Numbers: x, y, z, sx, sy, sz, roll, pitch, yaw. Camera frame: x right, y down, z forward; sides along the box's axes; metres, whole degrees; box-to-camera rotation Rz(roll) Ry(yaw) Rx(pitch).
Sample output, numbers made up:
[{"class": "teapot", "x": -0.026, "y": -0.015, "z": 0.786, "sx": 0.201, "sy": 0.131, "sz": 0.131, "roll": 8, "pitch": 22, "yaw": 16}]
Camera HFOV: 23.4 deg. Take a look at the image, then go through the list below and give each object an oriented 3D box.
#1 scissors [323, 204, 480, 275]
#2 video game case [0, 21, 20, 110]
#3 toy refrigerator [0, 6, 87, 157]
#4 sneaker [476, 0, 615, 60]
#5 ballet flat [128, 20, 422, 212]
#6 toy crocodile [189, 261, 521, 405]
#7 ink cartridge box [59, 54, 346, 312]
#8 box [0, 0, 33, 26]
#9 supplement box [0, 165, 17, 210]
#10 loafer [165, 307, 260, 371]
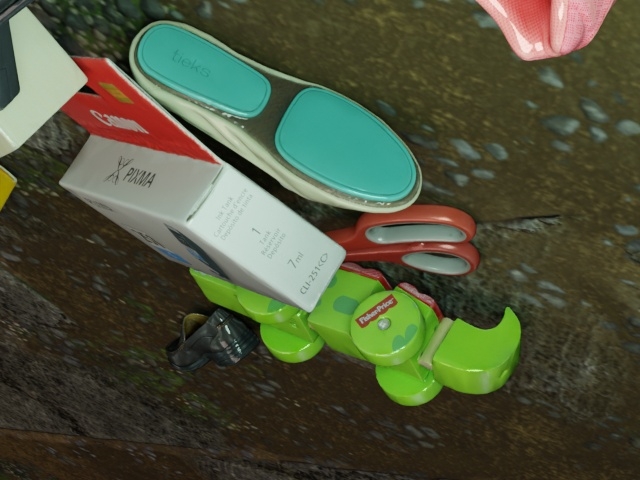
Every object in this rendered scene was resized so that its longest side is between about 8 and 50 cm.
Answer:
[{"class": "scissors", "x": 0.000, "y": 0.000, "z": 1.347, "sx": 0.297, "sy": 0.021, "sz": 0.109, "roll": 1, "pitch": 155, "yaw": 24}, {"class": "video game case", "x": -0.339, "y": -0.224, "z": 1.038, "sx": 0.248, "sy": 0.035, "sz": 0.275, "roll": 7, "pitch": 124, "yaw": 15}, {"class": "toy refrigerator", "x": -0.304, "y": -0.188, "z": 1.152, "sx": 0.269, "sy": 0.094, "sz": 0.102, "roll": 49, "pitch": 150, "yaw": -16}, {"class": "sneaker", "x": 0.063, "y": -0.208, "z": 0.745, "sx": 0.116, "sy": 0.136, "sz": 0.314, "roll": -4, "pitch": 143, "yaw": 48}, {"class": "ballet flat", "x": -0.036, "y": -0.087, "z": 1.186, "sx": 0.248, "sy": 0.086, "sz": 0.086, "roll": 32, "pitch": 158, "yaw": 7}, {"class": "toy crocodile", "x": 0.025, "y": 0.066, "z": 1.449, "sx": 0.340, "sy": 0.105, "sz": 0.115, "roll": 18, "pitch": 157, "yaw": 29}, {"class": "ink cartridge box", "x": -0.151, "y": -0.055, "z": 1.299, "sx": 0.261, "sy": 0.066, "sz": 0.296, "roll": 38, "pitch": 169, "yaw": -28}, {"class": "box", "x": -0.271, "y": -0.250, "z": 0.899, "sx": 0.293, "sy": 0.073, "sz": 0.295, "roll": -30, "pitch": 122, "yaw": 29}, {"class": "supplement box", "x": -0.504, "y": 0.038, "z": 1.571, "sx": 0.195, "sy": 0.357, "sz": 0.194, "roll": 39, "pitch": 154, "yaw": -30}, {"class": "loafer", "x": -0.132, "y": 0.107, "z": 1.748, "sx": 0.170, "sy": 0.062, "sz": 0.061, "roll": -17, "pitch": 111, "yaw": 54}]
